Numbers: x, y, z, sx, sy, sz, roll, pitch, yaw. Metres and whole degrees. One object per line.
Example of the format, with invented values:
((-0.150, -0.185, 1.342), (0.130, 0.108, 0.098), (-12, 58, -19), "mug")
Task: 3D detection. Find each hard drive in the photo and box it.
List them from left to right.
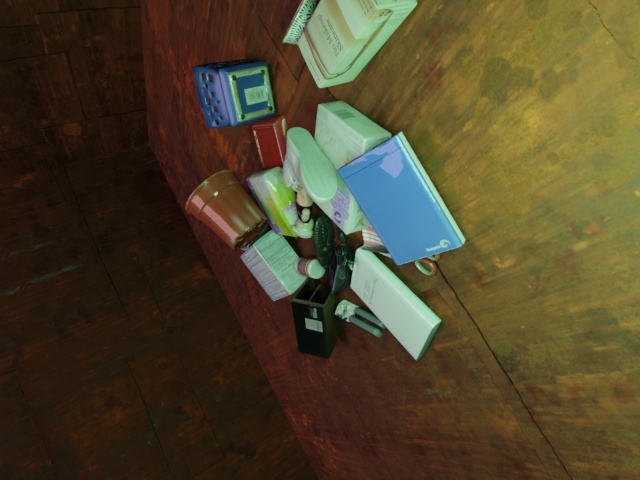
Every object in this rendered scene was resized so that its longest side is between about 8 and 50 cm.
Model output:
((0.235, 0.207, 1.345), (0.353, 0.047, 0.232), (48, 152, 31), "hard drive")
((0.206, -0.095, 1.051), (0.210, 0.040, 0.318), (-23, 105, 45), "hard drive")

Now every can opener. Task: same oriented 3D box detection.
((0.157, 0.304, 1.567), (0.093, 0.074, 0.280), (40, 167, -30), "can opener")

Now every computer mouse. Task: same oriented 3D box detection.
((0.083, 0.101, 1.495), (0.272, 0.072, 0.188), (103, 164, -44), "computer mouse")

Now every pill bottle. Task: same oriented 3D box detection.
((-0.051, 0.115, 1.740), (0.152, 0.086, 0.085), (7, 117, 58), "pill bottle")

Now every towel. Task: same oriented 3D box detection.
((0.175, -0.045, 1.288), (0.144, 0.029, 0.196), (24, 132, 52), "towel")

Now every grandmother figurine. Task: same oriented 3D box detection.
((-0.055, -0.146, 1.496), (0.207, 0.104, 0.342), (-83, -2, -50), "grandmother figurine")

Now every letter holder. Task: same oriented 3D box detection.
((-0.004, 0.334, 1.794), (0.152, 0.214, 0.301), (8, 123, 22), "letter holder")

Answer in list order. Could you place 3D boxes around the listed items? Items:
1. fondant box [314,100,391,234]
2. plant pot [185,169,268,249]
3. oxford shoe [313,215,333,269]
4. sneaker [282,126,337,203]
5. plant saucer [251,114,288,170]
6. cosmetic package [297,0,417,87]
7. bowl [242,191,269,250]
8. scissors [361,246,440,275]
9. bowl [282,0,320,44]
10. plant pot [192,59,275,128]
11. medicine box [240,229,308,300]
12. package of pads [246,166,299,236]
((0.074, -0.219, 1.224), (0.238, 0.096, 0.330), (49, 146, 38), "fondant box")
((-0.383, -0.116, 1.725), (0.265, 0.272, 0.272), (47, 149, 8), "plant pot")
((0.000, 0.000, 1.573), (0.096, 0.083, 0.227), (44, 143, 53), "oxford shoe")
((-0.039, -0.192, 1.246), (0.169, 0.108, 0.292), (108, 146, -52), "sneaker")
((-0.198, -0.377, 1.657), (0.259, 0.048, 0.258), (19, 127, 54), "plant saucer")
((0.074, -0.528, 0.981), (0.153, 0.129, 0.296), (63, 152, 2), "cosmetic package")
((-0.367, -0.122, 2.021), (0.311, 0.163, 0.311), (41, 144, 39), "bowl")
((0.232, 0.024, 1.219), (0.297, 0.021, 0.108), (23, 135, 43), "scissors")
((-0.033, -0.614, 1.123), (0.080, 0.170, 0.170), (26, 160, -20), "bowl")
((-0.311, -0.559, 1.528), (0.212, 0.236, 0.235), (21, 129, 44), "plant pot")
((-0.217, 0.122, 1.911), (0.289, 0.149, 0.263), (54, 152, -2), "medicine box")
((-0.178, -0.158, 1.681), (0.229, 0.101, 0.296), (8, 130, 61), "package of pads")
